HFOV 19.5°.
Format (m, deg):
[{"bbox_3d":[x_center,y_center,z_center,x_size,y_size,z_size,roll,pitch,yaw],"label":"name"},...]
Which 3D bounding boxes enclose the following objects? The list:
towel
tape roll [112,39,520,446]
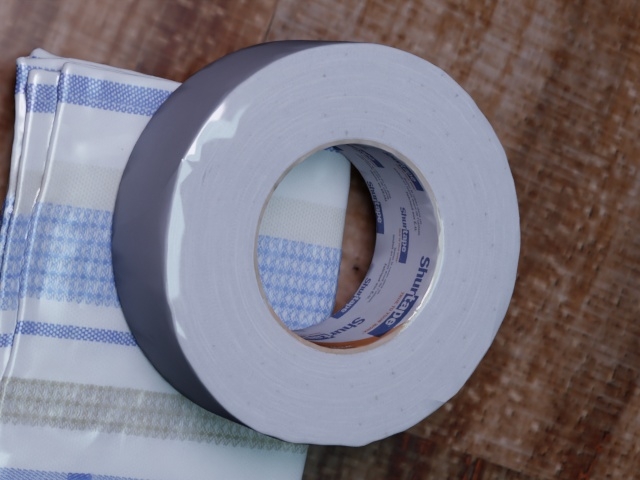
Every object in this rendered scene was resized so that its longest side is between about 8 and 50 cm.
[{"bbox_3d":[-0.091,0.049,1.034,0.209,0.034,0.285,8,92,-28],"label":"towel"},{"bbox_3d":[0.000,0.000,1.017,0.219,0.072,0.219,-3,96,-28],"label":"tape roll"}]
